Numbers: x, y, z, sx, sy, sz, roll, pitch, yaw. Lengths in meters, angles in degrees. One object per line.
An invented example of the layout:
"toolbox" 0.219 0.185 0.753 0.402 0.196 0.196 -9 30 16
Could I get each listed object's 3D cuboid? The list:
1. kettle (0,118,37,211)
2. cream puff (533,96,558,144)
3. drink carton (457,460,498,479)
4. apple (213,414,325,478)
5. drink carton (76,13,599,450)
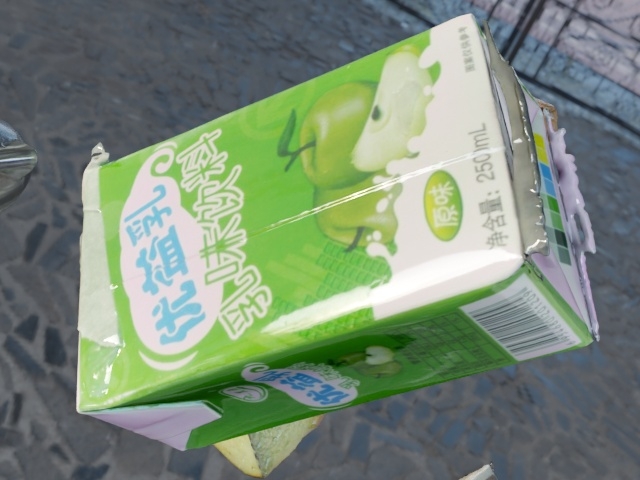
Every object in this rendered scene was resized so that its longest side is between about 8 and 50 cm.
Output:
"kettle" -0.509 -0.083 1.319 0.271 0.251 0.207 -11 63 -49
"cream puff" 0.191 -0.111 1.058 0.094 0.122 0.116 15 60 -35
"drink carton" 0.057 0.343 0.930 0.324 0.194 0.132 -11 67 -57
"apple" -0.097 0.088 1.183 0.254 0.346 0.179 -17 11 14
"drink carton" 0.000 0.000 0.549 0.108 0.271 0.161 40 38 -51
